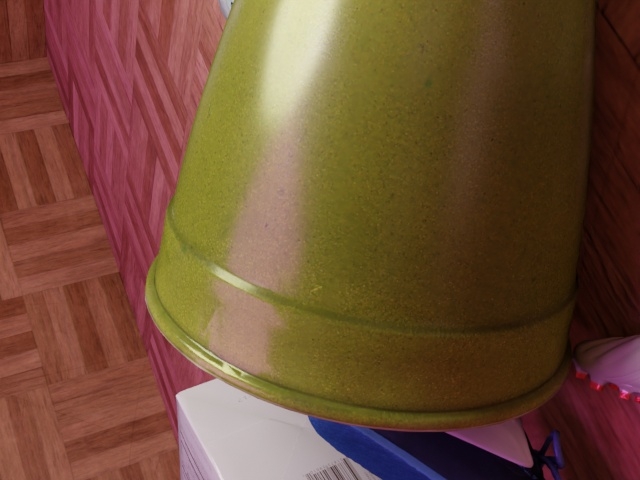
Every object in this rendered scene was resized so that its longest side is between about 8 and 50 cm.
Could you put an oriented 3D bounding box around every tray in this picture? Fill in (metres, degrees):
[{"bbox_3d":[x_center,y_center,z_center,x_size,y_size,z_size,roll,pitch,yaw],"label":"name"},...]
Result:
[{"bbox_3d":[0.115,0.108,0.768,0.270,0.145,0.030,-56,-10,-77],"label":"tray"}]

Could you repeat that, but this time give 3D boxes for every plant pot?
[{"bbox_3d":[0.061,-0.103,0.674,0.366,0.366,0.353,43,130,52],"label":"plant pot"}]

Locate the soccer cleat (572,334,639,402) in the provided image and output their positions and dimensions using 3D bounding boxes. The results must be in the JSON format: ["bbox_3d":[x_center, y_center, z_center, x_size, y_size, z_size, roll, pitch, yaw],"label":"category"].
[{"bbox_3d":[0.263,0.092,0.642,0.196,0.068,0.076,-170,98,-74],"label":"soccer cleat"}]

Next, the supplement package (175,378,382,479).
[{"bbox_3d":[-0.028,0.286,0.941,0.198,0.199,0.263,51,147,40],"label":"supplement package"}]

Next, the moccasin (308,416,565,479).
[{"bbox_3d":[0.153,0.201,0.778,0.342,0.117,0.138,36,152,0],"label":"moccasin"}]

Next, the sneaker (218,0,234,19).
[{"bbox_3d":[-0.094,-0.377,1.140,0.256,0.094,0.151,87,163,-49],"label":"sneaker"}]
